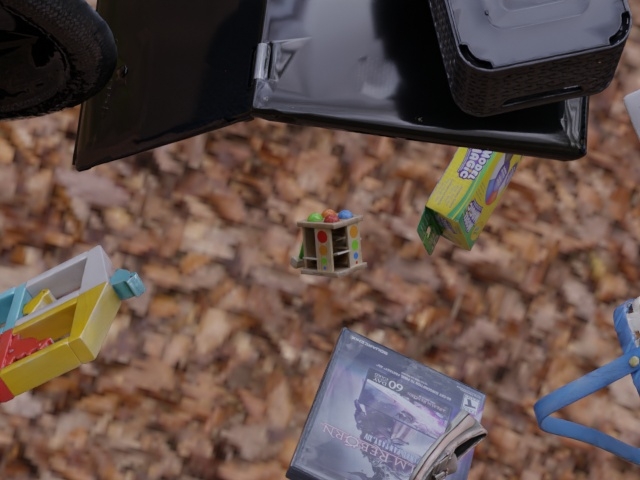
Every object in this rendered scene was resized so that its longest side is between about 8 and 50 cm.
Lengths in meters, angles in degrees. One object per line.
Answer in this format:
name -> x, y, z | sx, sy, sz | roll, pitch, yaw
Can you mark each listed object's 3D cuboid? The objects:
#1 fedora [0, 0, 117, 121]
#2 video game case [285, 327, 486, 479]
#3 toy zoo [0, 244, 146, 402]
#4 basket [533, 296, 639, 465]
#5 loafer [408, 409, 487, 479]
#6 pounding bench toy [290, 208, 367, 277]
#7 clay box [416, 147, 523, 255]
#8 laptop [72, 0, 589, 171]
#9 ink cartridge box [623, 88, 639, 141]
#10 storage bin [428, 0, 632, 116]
fedora -> -0.315, -0.217, 1.263 | 0.334, 0.334, 0.152 | 12, 69, -12
video game case -> 0.082, 0.222, 1.830 | 0.196, 0.026, 0.274 | 25, 32, -1
toy zoo -> -0.306, 0.100, 1.575 | 0.293, 0.030, 0.192 | -26, 25, 11
basket -> 0.422, 0.168, 1.818 | 0.255, 0.289, 0.201 | 22, 40, -43
loafer -> 0.138, 0.229, 1.704 | 0.039, 0.045, 0.125 | 32, 45, 14
pounding bench toy -> 0.000, 0.000, 1.701 | 0.083, 0.065, 0.052 | 4, 14, 39
clay box -> 0.199, -0.081, 1.988 | 0.053, 0.222, 0.127 | 26, -9, 19
laptop -> 0.012, -0.244, 1.355 | 0.408, 0.381, 0.236 | 7, -14, -4
ink cartridge box -> 0.607, -0.063, 2.031 | 0.166, 0.285, 0.394 | -24, 92, -56
storage bin -> 0.139, -0.193, 1.136 | 0.122, 0.084, 0.180 | -11, 71, -2
